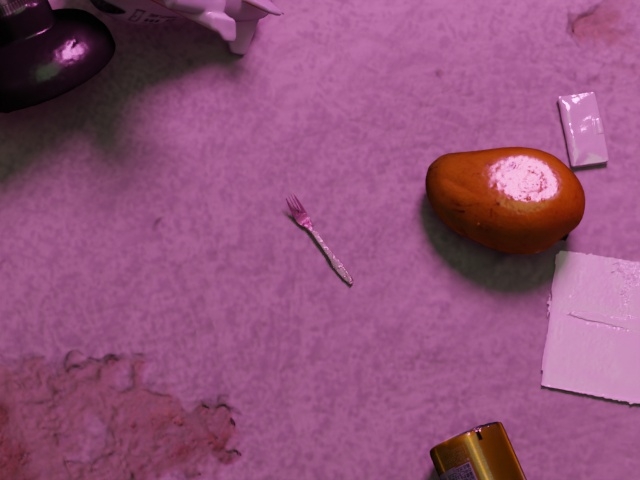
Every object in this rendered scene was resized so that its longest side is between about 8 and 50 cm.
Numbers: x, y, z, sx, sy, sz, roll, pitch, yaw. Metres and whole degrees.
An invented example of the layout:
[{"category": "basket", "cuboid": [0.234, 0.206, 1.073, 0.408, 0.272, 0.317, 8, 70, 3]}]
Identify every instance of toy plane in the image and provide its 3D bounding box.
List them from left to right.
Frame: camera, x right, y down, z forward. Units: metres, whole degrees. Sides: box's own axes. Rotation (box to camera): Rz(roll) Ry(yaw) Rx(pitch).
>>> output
[{"category": "toy plane", "cuboid": [-0.153, -0.267, 1.953, 0.245, 0.244, 0.117, 23, 108, 2]}]

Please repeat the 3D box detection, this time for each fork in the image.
[{"category": "fork", "cuboid": [0.000, 0.000, 1.982, 0.016, 0.012, 0.115, -36, 84, -9]}]

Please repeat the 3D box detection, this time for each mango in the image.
[{"category": "mango", "cuboid": [0.194, -0.042, 1.968, 0.165, 0.089, 0.115, -2, 73, -2]}]

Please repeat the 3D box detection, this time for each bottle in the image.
[{"category": "bottle", "cuboid": [0.199, 0.325, 1.866, 0.082, 0.082, 0.286, -20, 76, -10]}]

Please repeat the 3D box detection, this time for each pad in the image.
[{"category": "pad", "cuboid": [0.351, 0.099, 1.983, 0.232, 0.004, 0.156, 9, 74, -2]}]

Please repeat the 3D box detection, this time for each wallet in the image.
[{"category": "wallet", "cuboid": [0.285, -0.121, 2.038, 0.044, 0.011, 0.083, -7, 74, -7]}]

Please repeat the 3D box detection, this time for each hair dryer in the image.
[{"category": "hair dryer", "cuboid": [-0.364, -0.313, 1.961, 0.156, 0.284, 0.320, -29, 110, -12]}]
